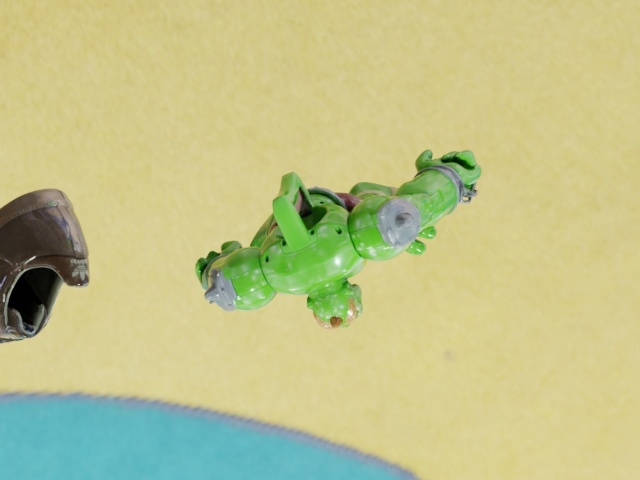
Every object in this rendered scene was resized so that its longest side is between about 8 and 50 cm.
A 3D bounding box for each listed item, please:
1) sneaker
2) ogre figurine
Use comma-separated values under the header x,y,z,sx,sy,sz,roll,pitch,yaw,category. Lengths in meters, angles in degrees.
x,y,z,sx,sy,sz,roll,pitch,yaw,category
-0.220,0.043,1.021,0.066,0.071,0.188,0,147,-49,sneaker
0.000,0.000,0.981,0.197,0.118,0.096,-2,103,13,ogre figurine
